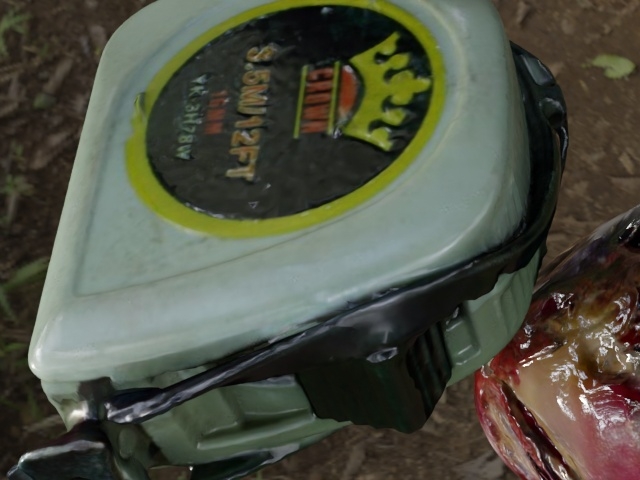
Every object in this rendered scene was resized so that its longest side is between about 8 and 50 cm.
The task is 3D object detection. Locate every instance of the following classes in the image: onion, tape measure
[{"bbox_3d":[0.249,0.081,0.687,0.314,0.314,0.232,-23,80,28],"label":"onion"},{"bbox_3d":[0.000,0.000,0.490,0.207,0.115,0.235,-5,51,12],"label":"tape measure"}]
